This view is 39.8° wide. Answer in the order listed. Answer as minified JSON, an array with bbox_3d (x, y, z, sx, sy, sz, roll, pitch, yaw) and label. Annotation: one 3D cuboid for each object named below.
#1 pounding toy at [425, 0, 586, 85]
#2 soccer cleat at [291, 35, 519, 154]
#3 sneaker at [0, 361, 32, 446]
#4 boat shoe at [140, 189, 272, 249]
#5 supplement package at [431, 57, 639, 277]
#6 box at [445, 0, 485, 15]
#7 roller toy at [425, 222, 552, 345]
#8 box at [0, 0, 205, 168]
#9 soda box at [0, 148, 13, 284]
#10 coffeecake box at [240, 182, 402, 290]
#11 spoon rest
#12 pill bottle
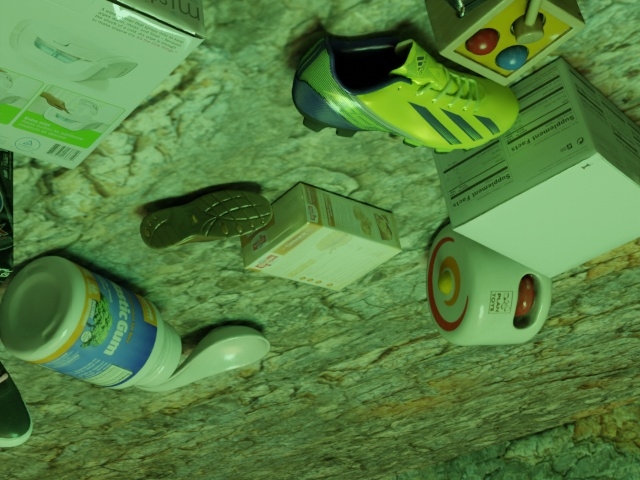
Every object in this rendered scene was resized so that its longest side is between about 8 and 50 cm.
[{"bbox_3d":[0.194,-0.230,0.892,0.130,0.100,0.141,14,143,-39],"label":"pounding toy"},{"bbox_3d":[0.111,-0.168,0.987,0.289,0.093,0.121,2,144,-23],"label":"soccer cleat"},{"bbox_3d":[-0.478,0.139,1.181,0.104,0.296,0.147,-32,167,-50],"label":"sneaker"},{"bbox_3d":[-0.151,-0.030,1.192,0.178,0.064,0.060,-12,-178,5],"label":"boat shoe"},{"bbox_3d":[0.306,-0.081,1.158,0.204,0.145,0.262,-30,146,31],"label":"supplement package"},{"bbox_3d":[0.160,-0.336,0.537,0.293,0.073,0.295,-28,126,0],"label":"box"},{"bbox_3d":[0.249,0.063,1.351,0.146,0.191,0.209,0,150,-18],"label":"roller toy"},{"bbox_3d":[-0.274,-0.197,0.763,0.262,0.127,0.231,16,141,-40],"label":"box"},{"bbox_3d":[-0.376,-0.031,0.983,0.053,0.169,0.060,12,144,-36],"label":"soda box"},{"bbox_3d":[0.000,0.000,1.279,0.185,0.068,0.142,16,142,-40],"label":"coffeecake box"},{"bbox_3d":[-0.225,0.213,1.576,0.276,0.084,0.137,-10,152,1],"label":"spoon rest"},{"bbox_3d":[-0.331,0.136,1.325,0.152,0.152,0.272,-22,150,20],"label":"pill bottle"}]
